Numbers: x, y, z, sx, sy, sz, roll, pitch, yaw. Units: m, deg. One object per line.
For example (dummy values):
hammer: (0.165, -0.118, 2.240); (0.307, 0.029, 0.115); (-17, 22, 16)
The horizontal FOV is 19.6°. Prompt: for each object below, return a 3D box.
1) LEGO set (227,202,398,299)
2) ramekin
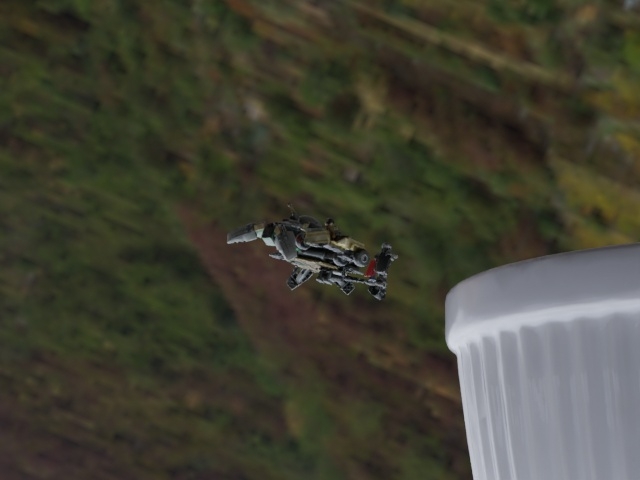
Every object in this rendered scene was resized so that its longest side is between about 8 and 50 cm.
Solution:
LEGO set: (0.003, 0.001, 0.600); (0.054, 0.023, 0.083); (22, 167, -27)
ramekin: (0.153, 0.070, 0.709); (0.207, 0.109, 0.207); (-1, 169, 0)
